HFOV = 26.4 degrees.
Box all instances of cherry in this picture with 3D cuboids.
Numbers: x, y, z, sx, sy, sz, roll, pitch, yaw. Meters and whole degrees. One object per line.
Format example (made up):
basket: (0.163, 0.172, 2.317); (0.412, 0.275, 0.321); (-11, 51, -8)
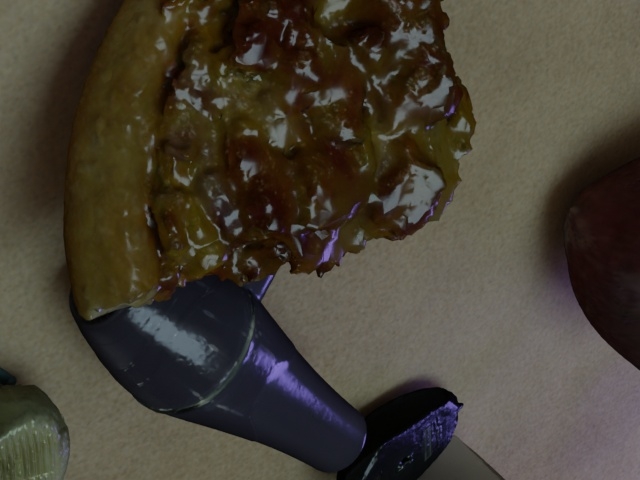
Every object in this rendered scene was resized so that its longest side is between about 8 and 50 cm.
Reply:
cherry: (0.372, 0.017, 1.325); (0.308, 0.221, 0.261); (18, 105, -27)

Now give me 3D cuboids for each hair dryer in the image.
hair dryer: (0.000, 0.000, 1.074); (0.301, 0.121, 0.361); (39, 83, -43)

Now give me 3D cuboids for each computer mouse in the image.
computer mouse: (0.069, 0.197, 1.314); (0.172, 0.057, 0.099); (-34, 135, -34)

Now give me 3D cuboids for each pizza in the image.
pizza: (-0.018, -0.095, 0.932); (0.409, 0.114, 0.277); (-48, 112, -11)

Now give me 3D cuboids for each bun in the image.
bun: (-0.242, 0.154, 1.003); (0.115, 0.069, 0.115); (-21, 130, -27)

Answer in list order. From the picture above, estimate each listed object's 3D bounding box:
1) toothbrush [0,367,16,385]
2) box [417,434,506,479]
toothbrush: (-0.268, 0.070, 0.959); (0.011, 0.014, 0.167); (-55, 139, -7)
box: (0.058, 0.348, 1.365); (0.274, 0.116, 0.203); (-22, 131, -27)
